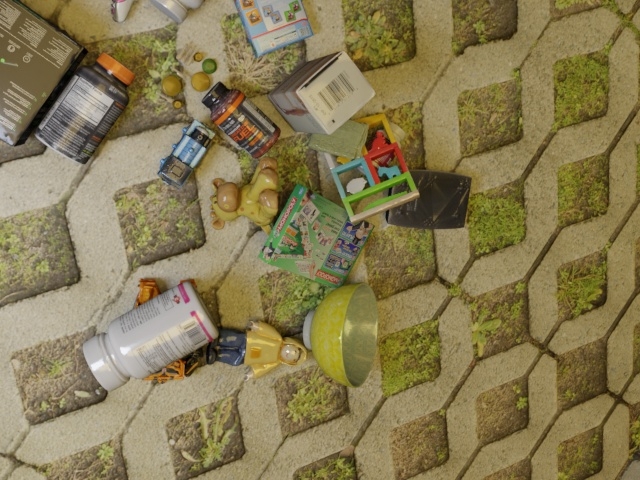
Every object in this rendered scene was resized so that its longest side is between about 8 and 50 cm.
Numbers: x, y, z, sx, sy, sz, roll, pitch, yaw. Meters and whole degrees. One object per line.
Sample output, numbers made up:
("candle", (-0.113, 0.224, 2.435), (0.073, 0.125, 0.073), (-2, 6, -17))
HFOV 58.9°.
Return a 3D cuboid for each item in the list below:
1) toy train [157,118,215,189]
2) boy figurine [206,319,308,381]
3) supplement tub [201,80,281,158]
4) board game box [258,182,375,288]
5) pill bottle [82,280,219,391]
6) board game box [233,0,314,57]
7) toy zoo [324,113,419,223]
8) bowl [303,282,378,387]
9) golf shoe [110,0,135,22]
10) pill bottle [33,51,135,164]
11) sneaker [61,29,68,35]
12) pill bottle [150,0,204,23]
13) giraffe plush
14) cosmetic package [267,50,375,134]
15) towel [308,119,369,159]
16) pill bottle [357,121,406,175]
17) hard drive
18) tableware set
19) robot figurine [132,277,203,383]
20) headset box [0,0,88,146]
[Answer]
("toy train", (-0.331, -0.212, 1.402), (0.080, 0.105, 0.184), (35, 90, -22))
("boy figurine", (-0.173, 0.311, 1.583), (0.285, 0.092, 0.177), (10, 96, -17))
("supplement tub", (-0.202, -0.305, 1.425), (0.198, 0.106, 0.106), (41, 88, -21))
("board game box", (0.000, 0.000, 1.518), (0.317, 0.046, 0.213), (25, 95, -49))
("pill bottle", (-0.403, 0.230, 1.359), (0.283, 0.160, 0.160), (-28, 109, -10))
("board game box", (-0.128, -0.589, 1.419), (0.160, 0.039, 0.211), (-25, 109, -12))
("toy zoo", (0.119, -0.211, 1.507), (0.192, 0.030, 0.293), (-22, 75, 6))
("bowl", (0.044, 0.258, 1.588), (0.156, 0.289, 0.289), (2, 106, 24))
("golf shoe", (-0.428, -0.587, 1.305), (0.086, 0.067, 0.186), (17, 96, -22))
("pill bottle", (-0.530, -0.307, 1.302), (0.130, 0.130, 0.245), (36, 89, -22))
("sneaker", (-0.616, -0.461, 1.296), (0.083, 0.031, 0.035), (-7, 84, -15))
("pill bottle", (-0.300, -0.621, 1.311), (0.121, 0.121, 0.216), (33, 91, -22))
("giraffe plush", (-0.200, -0.107, 1.460), (0.171, 0.181, 0.210), (2, 136, -8))
("cosmetic package", (-0.009, -0.352, 1.375), (0.153, 0.296, 0.129), (-43, 110, -6))
("towel", (0.049, -0.275, 1.505), (0.148, 0.027, 0.110), (16, 80, 15))
("pill bottle", (0.167, -0.248, 1.568), (0.086, 0.086, 0.152), (37, 90, -22))
("hard drive", (0.313, -0.121, 1.662), (0.255, 0.054, 0.172), (2, 102, -19))
("tableware set", (-0.329, -0.398, 1.407), (0.104, 0.024, 0.154), (30, 90, -25))
("robot figurine", (-0.410, 0.246, 1.491), (0.211, 0.085, 0.291), (2, 102, -18))
("headset box", (-0.684, -0.369, 1.202), (0.246, 0.131, 0.283), (34, 91, -22))
